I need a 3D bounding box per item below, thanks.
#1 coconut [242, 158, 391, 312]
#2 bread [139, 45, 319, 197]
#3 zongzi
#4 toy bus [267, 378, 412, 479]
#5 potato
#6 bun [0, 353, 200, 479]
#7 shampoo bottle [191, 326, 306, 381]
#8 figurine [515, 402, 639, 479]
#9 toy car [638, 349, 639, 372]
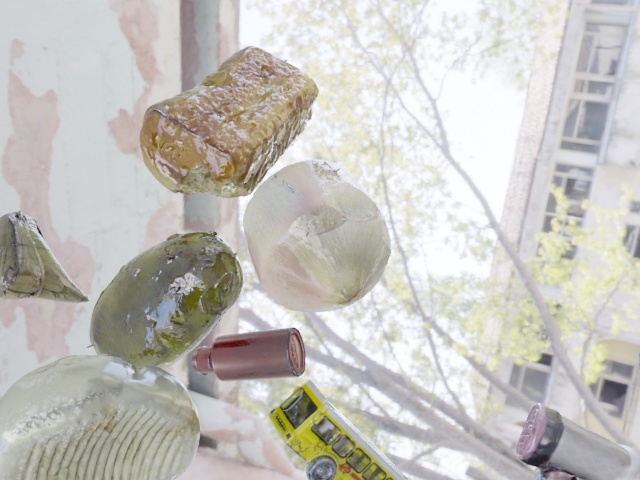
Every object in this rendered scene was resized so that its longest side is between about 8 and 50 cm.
[{"bbox_3d":[0.000,0.000,0.716,0.170,0.183,0.171,-14,-51,-18],"label":"coconut"},{"bbox_3d":[-0.143,-0.188,1.027,0.344,0.195,0.149,-53,-9,-48],"label":"bread"},{"bbox_3d":[-0.575,0.042,1.288,0.197,0.099,0.195,15,-130,-47],"label":"zongzi"},{"bbox_3d":[0.039,0.259,0.703,0.074,0.081,0.226,-44,-70,-6],"label":"toy bus"},{"bbox_3d":[-0.207,0.084,0.811,0.150,0.251,0.113,64,-165,18],"label":"potato"},{"bbox_3d":[-0.192,0.154,0.525,0.183,0.102,0.183,-18,-43,-17],"label":"bun"},{"bbox_3d":[-0.156,0.244,1.317,0.064,0.260,0.102,-4,-96,-59],"label":"shampoo bottle"},{"bbox_3d":[0.281,0.400,0.773,0.253,0.211,0.361,41,-103,-27],"label":"figurine"},{"bbox_3d":[0.305,0.099,0.449,0.055,0.142,0.069,23,-94,-77],"label":"toy car"}]
